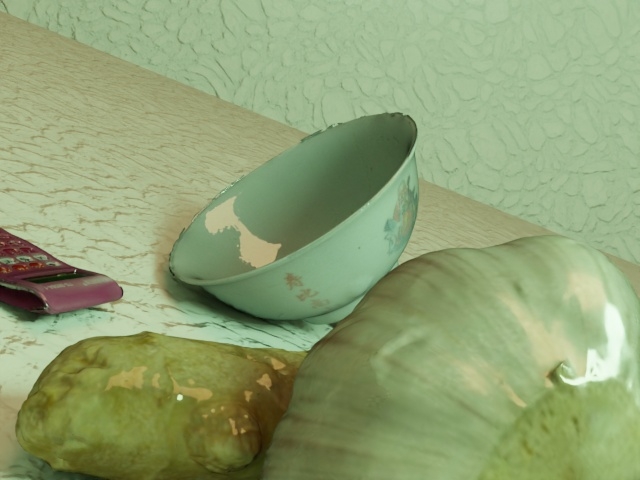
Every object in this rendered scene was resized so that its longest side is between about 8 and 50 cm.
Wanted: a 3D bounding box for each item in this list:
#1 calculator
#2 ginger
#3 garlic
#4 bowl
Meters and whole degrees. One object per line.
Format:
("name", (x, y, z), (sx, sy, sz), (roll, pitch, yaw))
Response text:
("calculator", (-0.308, 0.030, 0.969), (0.190, 0.034, 0.126), (23, 14, 21))
("ginger", (-0.062, 0.139, 0.759), (0.354, 0.126, 0.190), (7, -6, -43))
("garlic", (0.109, 0.158, 0.637), (0.317, 0.317, 0.259), (17, -22, -24))
("bowl", (0.000, 0.000, 1.173), (0.157, 0.345, 0.345), (58, 2, -21))
